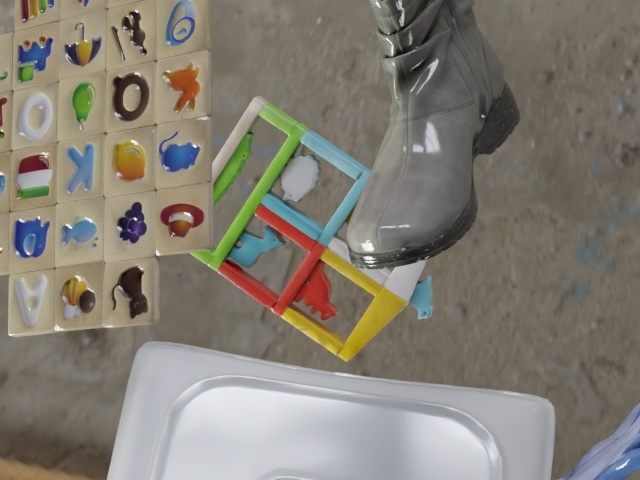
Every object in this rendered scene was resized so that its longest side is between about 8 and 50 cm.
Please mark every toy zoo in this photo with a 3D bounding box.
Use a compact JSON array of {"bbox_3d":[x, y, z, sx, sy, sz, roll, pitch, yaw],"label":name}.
[{"bbox_3d":[0.000,0.000,1.694,0.293,0.030,0.192,35,103,4],"label":"toy zoo"}]

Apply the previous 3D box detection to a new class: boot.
[{"bbox_3d":[0.057,-0.103,1.018,0.083,0.246,0.161,-5,121,27],"label":"boot"}]

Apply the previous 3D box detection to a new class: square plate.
[{"bbox_3d":[-0.003,0.228,1.132,0.344,0.347,0.049,8,142,3],"label":"square plate"}]

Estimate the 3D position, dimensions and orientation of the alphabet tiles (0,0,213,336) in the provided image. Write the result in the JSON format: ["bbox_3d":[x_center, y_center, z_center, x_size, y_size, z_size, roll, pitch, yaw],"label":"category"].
[{"bbox_3d":[-0.210,-0.090,1.362,0.285,0.011,0.342,-7,78,32],"label":"alphabet tiles"}]

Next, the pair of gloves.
[{"bbox_3d":[0.173,0.166,0.961,0.023,0.198,0.159,42,127,0],"label":"pair of gloves"}]
